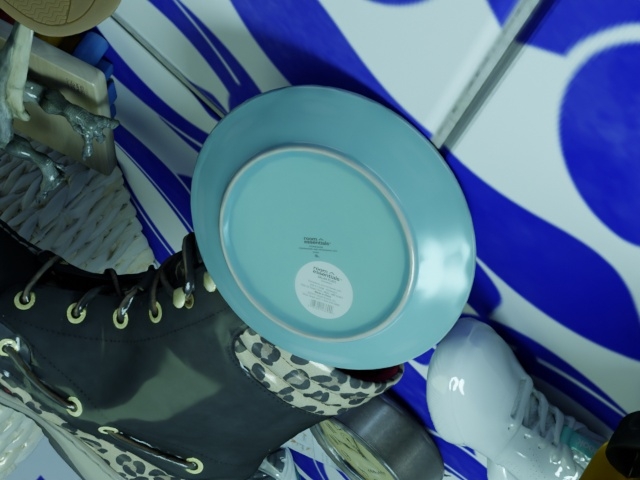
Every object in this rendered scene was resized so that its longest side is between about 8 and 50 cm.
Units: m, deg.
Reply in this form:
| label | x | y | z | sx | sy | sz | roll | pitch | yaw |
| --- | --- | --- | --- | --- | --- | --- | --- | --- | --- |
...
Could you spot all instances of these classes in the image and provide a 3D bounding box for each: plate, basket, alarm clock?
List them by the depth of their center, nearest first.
| label | x | y | z | sx | sy | sz | roll | pitch | yaw |
| --- | --- | --- | --- | --- | --- | --- | --- | --- | --- |
| plate | 0.000 | 0.000 | 0.685 | 0.188 | 0.024 | 0.188 | 10 | 117 | 21 |
| alarm clock | 0.039 | 0.167 | 1.026 | 0.192 | 0.064 | 0.129 | 47 | 160 | -11 |
| basket | -0.378 | 0.039 | 1.210 | 0.266 | 0.331 | 0.328 | 34 | 158 | 22 |

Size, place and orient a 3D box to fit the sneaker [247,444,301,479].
| label | x | y | z | sx | sy | sz | roll | pitch | yaw |
| --- | --- | --- | --- | --- | --- | --- | --- | --- | --- |
| sneaker | -0.136 | 0.262 | 1.510 | 0.275 | 0.107 | 0.110 | 32 | 165 | 34 |

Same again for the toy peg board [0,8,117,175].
| label | x | y | z | sx | sy | sz | roll | pitch | yaw |
| --- | --- | --- | --- | --- | --- | --- | --- | --- | --- |
| toy peg board | -0.229 | -0.152 | 0.941 | 0.161 | 0.079 | 0.161 | 27 | 158 | 5 |

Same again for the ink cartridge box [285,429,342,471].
| label | x | y | z | sx | sy | sz | roll | pitch | yaw |
| --- | --- | --- | --- | --- | --- | --- | --- | --- | --- |
| ink cartridge box | -0.068 | 0.165 | 1.285 | 0.232 | 0.066 | 0.189 | 17 | 153 | 12 |

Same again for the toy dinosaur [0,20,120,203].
| label | x | y | z | sx | sy | sz | roll | pitch | yaw |
| --- | --- | --- | --- | --- | --- | --- | --- | --- | --- |
| toy dinosaur | -0.228 | -0.099 | 0.876 | 0.118 | 0.064 | 0.268 | 43 | 151 | -16 |

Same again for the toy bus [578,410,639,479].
| label | x | y | z | sx | sy | sz | roll | pitch | yaw |
| --- | --- | --- | --- | --- | --- | --- | --- | --- | --- |
| toy bus | 0.243 | 0.197 | 0.594 | 0.211 | 0.149 | 0.220 | 33 | 159 | -5 |

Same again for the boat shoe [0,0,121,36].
| label | x | y | z | sx | sy | sz | roll | pitch | yaw |
| --- | --- | --- | --- | --- | --- | --- | --- | --- | --- |
| boat shoe | -0.192 | -0.250 | 0.639 | 0.089 | 0.104 | 0.285 | -107 | -5 | -55 |

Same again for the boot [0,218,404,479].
| label | x | y | z | sx | sy | sz | roll | pitch | yaw |
| --- | --- | --- | --- | --- | --- | --- | --- | --- | --- |
| boot | -0.145 | 0.044 | 0.861 | 0.284 | 0.138 | 0.377 | -34 | 104 | 35 |

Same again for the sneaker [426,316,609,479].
| label | x | y | z | sx | sy | sz | roll | pitch | yaw |
| --- | --- | --- | --- | --- | --- | --- | --- | --- | --- |
| sneaker | 0.143 | 0.125 | 0.748 | 0.094 | 0.080 | 0.212 | 10 | 149 | 39 |
